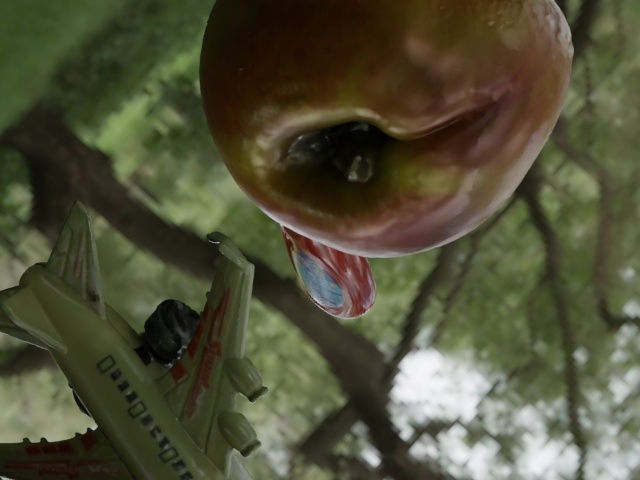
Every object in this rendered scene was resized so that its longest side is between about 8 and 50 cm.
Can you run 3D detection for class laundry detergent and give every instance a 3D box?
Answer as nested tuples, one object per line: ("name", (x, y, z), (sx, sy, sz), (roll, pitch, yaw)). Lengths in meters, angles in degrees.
("laundry detergent", (0.000, 0.000, 1.546), (0.049, 0.097, 0.165), (-46, 154, -16))

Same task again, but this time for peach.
("peach", (0.047, -0.124, 1.318), (0.281, 0.238, 0.281), (-14, -150, 8))

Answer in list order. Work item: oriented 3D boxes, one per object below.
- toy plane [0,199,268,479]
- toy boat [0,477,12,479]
("toy plane", (-0.095, 0.101, 1.069), (0.229, 0.244, 0.092), (-38, -175, 27))
("toy boat", (-0.099, 0.217, 1.095), (0.099, 0.318, 0.141), (-57, -166, 3))
